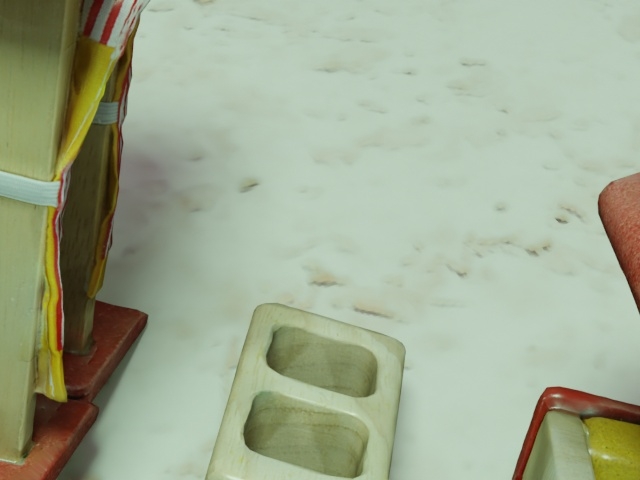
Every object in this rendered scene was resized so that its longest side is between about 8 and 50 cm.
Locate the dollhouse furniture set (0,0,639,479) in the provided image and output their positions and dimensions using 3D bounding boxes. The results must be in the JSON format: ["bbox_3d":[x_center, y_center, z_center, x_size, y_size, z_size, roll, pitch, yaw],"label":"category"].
[{"bbox_3d":[0.000,0.000,0.441,0.374,0.201,0.152,14,25,1],"label":"dollhouse furniture set"}]
